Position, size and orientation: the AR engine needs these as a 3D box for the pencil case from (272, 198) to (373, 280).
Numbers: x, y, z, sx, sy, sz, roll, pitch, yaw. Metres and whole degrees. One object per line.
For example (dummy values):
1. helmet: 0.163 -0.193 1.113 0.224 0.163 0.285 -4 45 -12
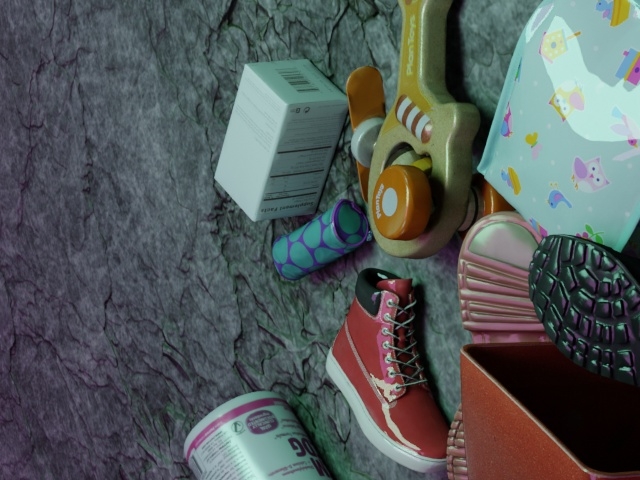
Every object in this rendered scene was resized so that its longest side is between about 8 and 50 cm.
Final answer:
1. pencil case: 0.000 0.000 1.893 0.064 0.070 0.152 46 141 -12

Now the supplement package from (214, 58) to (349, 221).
1. supplement package: -0.051 -0.129 1.899 0.105 0.105 0.179 47 132 37

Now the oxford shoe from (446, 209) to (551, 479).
1. oxford shoe: 0.227 0.160 1.560 0.141 0.146 0.396 9 102 28

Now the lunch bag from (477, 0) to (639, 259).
1. lunch bag: 0.288 -0.112 1.395 0.223 0.160 0.262 52 141 35

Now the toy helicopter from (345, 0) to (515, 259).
1. toy helicopter: 0.107 -0.156 1.692 0.235 0.140 0.355 1 88 63

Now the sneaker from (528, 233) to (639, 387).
1. sneaker: 0.313 0.078 1.297 0.283 0.124 0.107 33 118 38

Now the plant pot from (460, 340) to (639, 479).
1. plant pot: 0.279 0.245 1.299 0.267 0.267 0.235 -134 46 -64

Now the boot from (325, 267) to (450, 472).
1. boot: 0.100 0.147 1.774 0.244 0.088 0.176 50 133 41

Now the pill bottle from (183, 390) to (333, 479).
1. pill bottle: -0.053 0.355 1.962 0.283 0.160 0.160 57 138 29
